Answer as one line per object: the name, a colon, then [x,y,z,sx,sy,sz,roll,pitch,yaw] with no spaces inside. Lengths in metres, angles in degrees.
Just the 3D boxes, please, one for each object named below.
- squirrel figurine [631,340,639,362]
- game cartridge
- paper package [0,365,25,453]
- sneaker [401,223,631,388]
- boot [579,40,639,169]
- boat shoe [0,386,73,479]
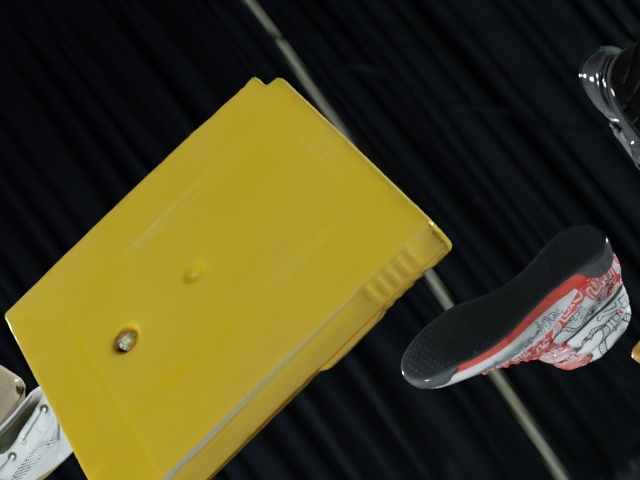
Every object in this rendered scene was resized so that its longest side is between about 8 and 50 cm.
squirrel figurine: [0.590,0.160,1.739,0.397,0.370,0.281,-46,-25,-46]
game cartridge: [-0.088,0.037,1.066,0.324,0.285,0.052,-42,-47,1]
paper package: [-0.567,0.223,1.772,0.168,0.325,0.309,-57,-5,-29]
sneaker: [0.227,0.111,1.468,0.270,0.090,0.145,-36,-51,-6]
boot: [0.400,-0.067,1.407,0.118,0.338,0.223,-26,2,5]
boat shoe: [-0.402,0.278,1.564,0.098,0.096,0.277,-7,31,42]
